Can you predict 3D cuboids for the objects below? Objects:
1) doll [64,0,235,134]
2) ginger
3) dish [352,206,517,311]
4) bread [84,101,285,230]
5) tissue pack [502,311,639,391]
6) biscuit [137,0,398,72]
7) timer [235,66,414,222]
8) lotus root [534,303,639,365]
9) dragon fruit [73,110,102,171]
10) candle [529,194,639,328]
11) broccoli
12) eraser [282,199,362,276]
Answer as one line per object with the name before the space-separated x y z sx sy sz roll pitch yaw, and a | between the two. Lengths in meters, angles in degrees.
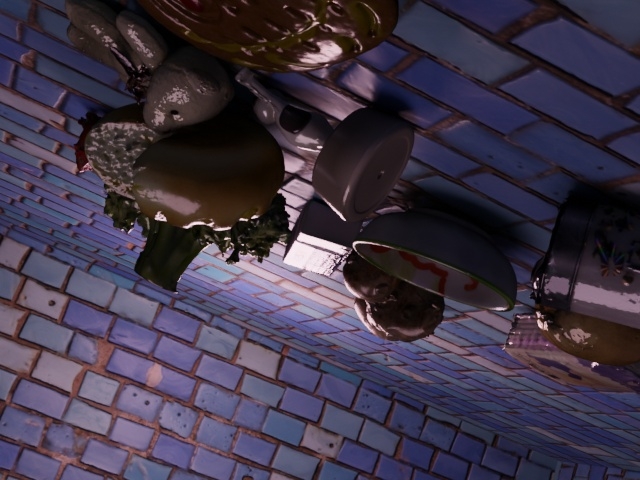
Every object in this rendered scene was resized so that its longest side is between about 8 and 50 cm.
doll | -0.275 -0.264 1.413 0.278 0.149 0.175 31 -169 2
ginger | 0.169 0.138 2.150 0.256 0.176 0.375 35 169 13
dish | 0.232 0.016 1.740 0.324 0.124 0.324 23 170 4
bread | -0.217 -0.123 1.541 0.333 0.160 0.333 7 -153 -4
tissue pack | 0.602 0.247 2.037 0.242 0.125 0.344 27 165 -26
biscuit | -0.099 -0.313 1.130 0.350 0.070 0.394 27 163 -23
timer | -0.010 -0.168 1.433 0.266 0.175 0.175 34 170 20
lotus root | 0.555 0.155 1.732 0.310 0.182 0.183 17 165 -11
dragon fruit | -0.436 -0.213 1.851 0.110 0.153 0.153 64 156 -4
candle | 0.494 0.047 1.400 0.330 0.187 0.187 14 163 19
broccoli | -0.249 -0.067 1.804 0.338 0.318 0.277 56 178 8
eraser | 0.000 0.000 2.023 0.130 0.086 0.287 20 164 -6
